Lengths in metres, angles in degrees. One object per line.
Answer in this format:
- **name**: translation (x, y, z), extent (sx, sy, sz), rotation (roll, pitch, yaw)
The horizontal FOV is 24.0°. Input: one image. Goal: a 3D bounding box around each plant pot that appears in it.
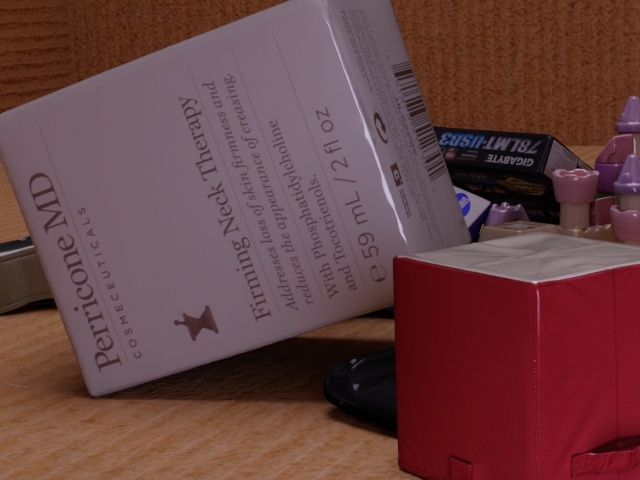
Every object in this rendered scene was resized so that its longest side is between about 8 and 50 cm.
- **plant pot**: translation (0.273, 0.026, 2.051), extent (0.109, 0.096, 0.109), rotation (-8, 11, -36)

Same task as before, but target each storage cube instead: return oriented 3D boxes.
- **storage cube**: translation (0.186, 0.105, 1.286), extent (0.183, 0.193, 0.215), rotation (-8, 12, -33)

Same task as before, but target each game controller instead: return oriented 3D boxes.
- **game controller**: translation (0.162, 0.139, 1.543), extent (0.319, 0.067, 0.166), rotation (-10, 26, -38)

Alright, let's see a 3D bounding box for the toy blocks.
- **toy blocks**: translation (0.425, -0.081, 2.166), extent (0.288, 0.260, 0.309), rotation (-10, 12, -37)

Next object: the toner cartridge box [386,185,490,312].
- **toner cartridge box**: translation (0.111, -0.008, 2.085), extent (0.165, 0.075, 0.348), rotation (24, 23, 12)

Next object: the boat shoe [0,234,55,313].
- **boat shoe**: translation (-0.376, 0.035, 2.106), extent (0.302, 0.114, 0.091), rotation (-4, 15, -17)

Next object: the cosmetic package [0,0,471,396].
- **cosmetic package**: translation (-0.084, -0.062, 1.685), extent (0.393, 0.329, 0.327), rotation (-19, 5, 17)

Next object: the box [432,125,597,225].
- **box**: translation (0.320, -0.088, 2.421), extent (0.295, 0.073, 0.293), rotation (9, -18, 44)
